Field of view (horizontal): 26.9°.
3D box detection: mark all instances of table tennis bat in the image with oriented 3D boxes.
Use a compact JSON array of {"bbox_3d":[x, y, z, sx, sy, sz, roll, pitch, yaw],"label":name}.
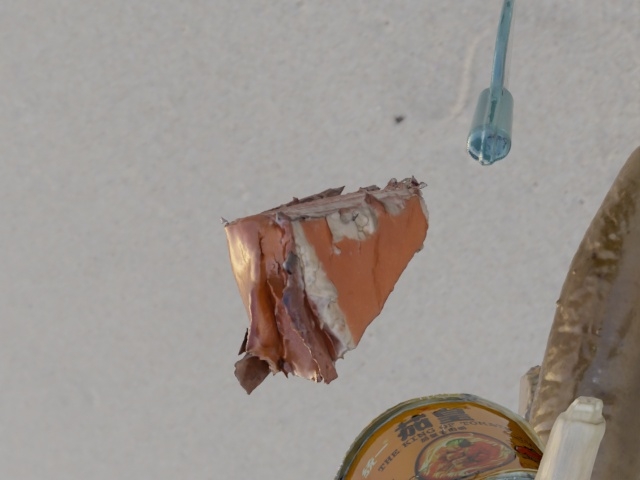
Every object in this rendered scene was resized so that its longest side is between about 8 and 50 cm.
[{"bbox_3d":[0.169,-0.140,1.271,0.040,0.244,0.153,7,122,9],"label":"table tennis bat"}]

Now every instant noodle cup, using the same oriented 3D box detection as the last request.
[{"bbox_3d":[0.127,0.249,1.109,0.216,0.215,0.172,63,172,-13],"label":"instant noodle cup"}]

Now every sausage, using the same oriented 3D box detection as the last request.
[{"bbox_3d":[0.287,0.116,1.315,0.136,0.501,0.123,15,168,4],"label":"sausage"}]

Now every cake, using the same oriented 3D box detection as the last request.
[{"bbox_3d":[0.006,-0.001,1.073,0.098,0.287,0.135,-11,113,30],"label":"cake"}]

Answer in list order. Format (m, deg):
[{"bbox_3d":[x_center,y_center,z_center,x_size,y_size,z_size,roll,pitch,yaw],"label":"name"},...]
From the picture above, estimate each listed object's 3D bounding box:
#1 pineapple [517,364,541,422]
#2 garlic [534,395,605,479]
[{"bbox_3d":[0.427,0.239,1.830,0.309,0.141,0.170,5,117,1],"label":"pineapple"},{"bbox_3d":[0.108,0.192,0.740,0.199,0.226,0.199,26,171,4],"label":"garlic"}]
